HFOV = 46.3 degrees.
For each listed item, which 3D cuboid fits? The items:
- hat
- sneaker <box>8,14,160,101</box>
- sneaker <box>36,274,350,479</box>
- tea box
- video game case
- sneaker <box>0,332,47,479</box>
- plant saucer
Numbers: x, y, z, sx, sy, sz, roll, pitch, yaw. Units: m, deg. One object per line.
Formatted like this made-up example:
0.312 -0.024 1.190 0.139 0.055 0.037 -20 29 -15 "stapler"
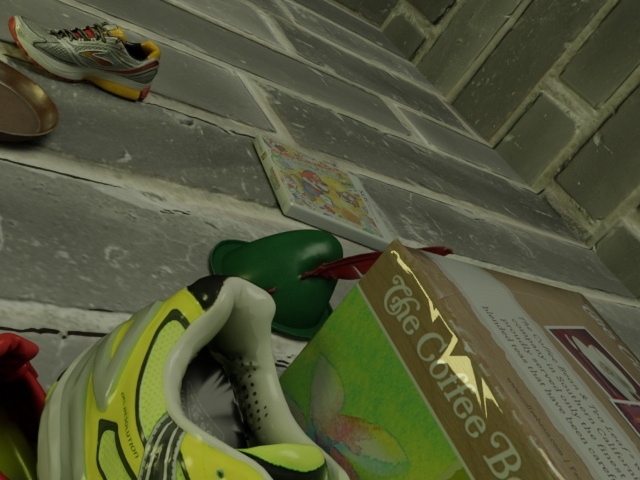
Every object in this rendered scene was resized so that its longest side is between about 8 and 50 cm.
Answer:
0.000 0.000 0.909 0.209 0.183 0.173 19 30 -36 "hat"
-0.330 -0.277 1.062 0.225 0.092 0.088 8 37 -47 "sneaker"
-0.048 0.178 0.349 0.145 0.147 0.384 15 38 -43 "sneaker"
0.093 0.235 0.449 0.220 0.323 0.329 15 32 -41 "tea box"
0.007 -0.079 1.255 0.227 0.026 0.206 20 29 -34 "video game case"
-0.238 0.092 0.497 0.279 0.118 0.107 43 24 12 "sneaker"
-0.387 -0.165 0.862 0.168 0.029 0.168 30 24 -15 "plant saucer"
